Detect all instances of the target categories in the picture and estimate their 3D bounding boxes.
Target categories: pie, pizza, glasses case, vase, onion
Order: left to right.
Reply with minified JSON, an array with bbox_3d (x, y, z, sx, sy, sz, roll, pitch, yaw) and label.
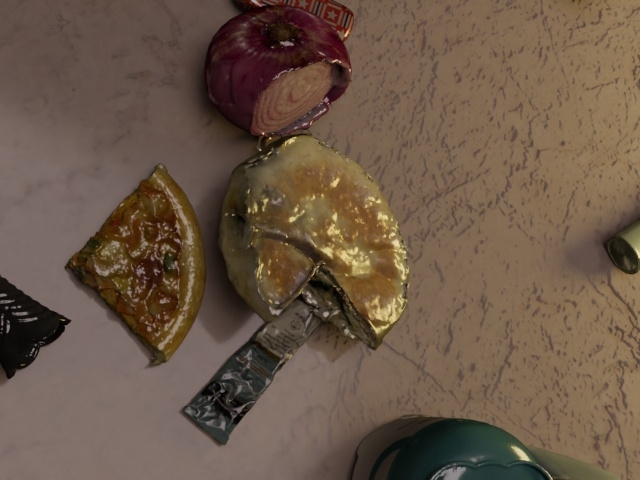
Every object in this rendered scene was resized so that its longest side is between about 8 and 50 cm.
[{"bbox_3d":[-0.453,0.061,1.672,0.237,0.115,0.115,45,68,0],"label":"vase"},{"bbox_3d":[-0.255,0.028,1.771,0.197,0.058,0.292,5,77,-18],"label":"pizza"},{"bbox_3d":[-0.070,-0.258,1.843,0.207,0.200,0.201,-34,92,4],"label":"onion"},{"bbox_3d":[-0.044,-0.354,1.935,0.194,0.049,0.073,22,73,-15],"label":"glasses case"},{"bbox_3d":[0.000,0.000,1.827,0.337,0.075,0.338,17,60,-32],"label":"pie"}]

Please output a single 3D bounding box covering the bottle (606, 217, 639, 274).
[{"bbox_3d":[0.567,-0.021,2.076,0.201,0.072,0.072,-30,90,-23],"label":"bottle"}]

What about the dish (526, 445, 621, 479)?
[{"bbox_3d":[0.373,0.446,1.900,0.181,0.080,0.243,20,73,-15],"label":"dish"}]

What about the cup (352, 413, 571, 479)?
[{"bbox_3d":[0.210,0.357,1.769,0.289,0.257,0.219,3,83,-20],"label":"cup"}]

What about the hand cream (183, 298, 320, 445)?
[{"bbox_3d":[-0.086,0.178,1.814,0.075,0.052,0.248,37,73,15],"label":"hand cream"}]
